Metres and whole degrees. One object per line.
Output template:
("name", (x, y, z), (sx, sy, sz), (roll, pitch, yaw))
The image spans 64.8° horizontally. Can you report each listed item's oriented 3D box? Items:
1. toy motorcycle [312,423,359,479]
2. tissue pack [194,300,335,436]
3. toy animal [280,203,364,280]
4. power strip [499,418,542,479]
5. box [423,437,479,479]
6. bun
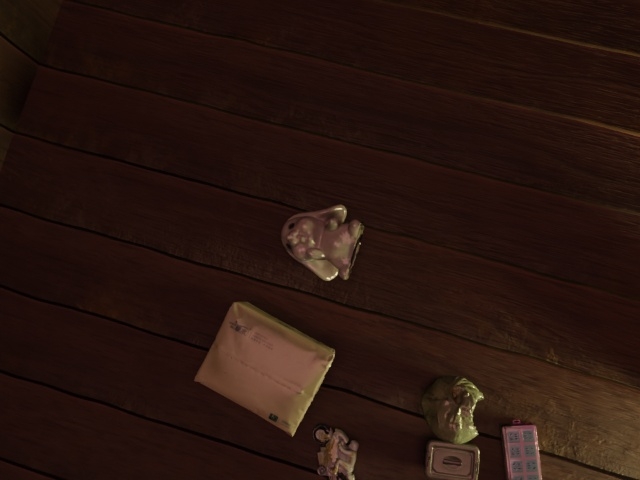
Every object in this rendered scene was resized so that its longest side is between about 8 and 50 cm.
("toy motorcycle", (0.061, 0.714, 1.667), (0.151, 0.074, 0.228), (-19, 72, 7))
("tissue pack", (-0.176, 0.407, 1.657), (0.381, 0.207, 0.297), (25, 86, 7))
("toy animal", (0.017, -0.009, 1.723), (0.289, 0.174, 0.249), (36, 98, 7))
("power strip", (0.654, 0.728, 1.638), (0.109, 0.037, 0.278), (-4, 82, 3))
("box", (0.418, 0.704, 1.631), (0.172, 0.093, 0.123), (7, 84, 5))
("bun", (0.430, 0.530, 1.609), (0.204, 0.126, 0.212), (-14, 55, -2))
